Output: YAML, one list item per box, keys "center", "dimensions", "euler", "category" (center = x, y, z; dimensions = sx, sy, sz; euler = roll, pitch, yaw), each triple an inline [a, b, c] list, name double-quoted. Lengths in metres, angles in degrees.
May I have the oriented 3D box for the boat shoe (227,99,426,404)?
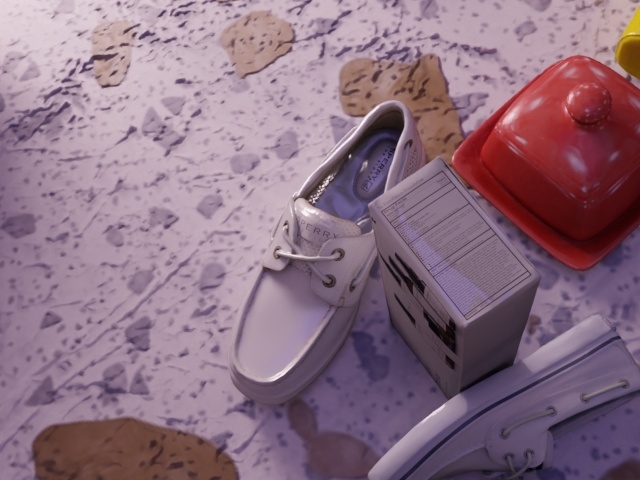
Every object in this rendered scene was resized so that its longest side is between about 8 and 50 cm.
- center: [0.000, 0.000, 0.716]
  dimensions: [0.098, 0.096, 0.277]
  euler: [23, 73, 15]
  category: "boat shoe"

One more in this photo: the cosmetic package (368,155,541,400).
- center: [0.090, 0.044, 0.609]
  dimensions: [0.060, 0.239, 0.099]
  euler: [-32, 67, -6]
  category: "cosmetic package"

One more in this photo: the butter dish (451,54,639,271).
- center: [0.214, -0.086, 0.712]
  dimensions: [0.160, 0.118, 0.160]
  euler: [-41, 68, -11]
  category: "butter dish"

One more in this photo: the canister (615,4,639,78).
- center: [0.356, -0.212, 0.771]
  dimensions: [0.126, 0.073, 0.170]
  euler: [28, 75, 18]
  category: "canister"

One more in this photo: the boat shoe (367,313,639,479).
- center: [0.146, 0.140, 0.645]
  dimensions: [0.226, 0.083, 0.076]
  euler: [-32, 66, -7]
  category: "boat shoe"
